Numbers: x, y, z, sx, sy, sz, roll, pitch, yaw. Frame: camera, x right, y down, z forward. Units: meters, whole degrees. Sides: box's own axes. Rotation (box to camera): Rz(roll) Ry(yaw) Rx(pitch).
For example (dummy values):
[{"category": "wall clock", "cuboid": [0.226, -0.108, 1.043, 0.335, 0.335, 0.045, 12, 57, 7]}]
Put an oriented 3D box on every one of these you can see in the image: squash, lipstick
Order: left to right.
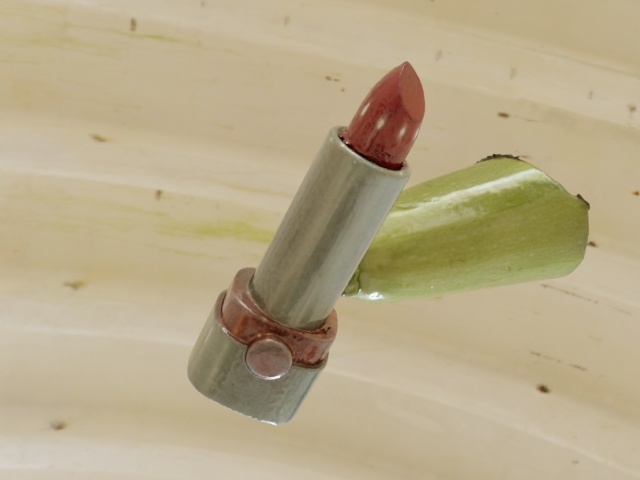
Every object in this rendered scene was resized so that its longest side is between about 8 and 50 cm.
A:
[{"category": "lipstick", "cuboid": [0.000, 0.000, 0.417, 0.057, 0.063, 0.186, -87, -157, -63]}, {"category": "squash", "cuboid": [0.085, -0.004, 0.798, 0.137, 0.287, 0.137, 170, -90, -72]}]
